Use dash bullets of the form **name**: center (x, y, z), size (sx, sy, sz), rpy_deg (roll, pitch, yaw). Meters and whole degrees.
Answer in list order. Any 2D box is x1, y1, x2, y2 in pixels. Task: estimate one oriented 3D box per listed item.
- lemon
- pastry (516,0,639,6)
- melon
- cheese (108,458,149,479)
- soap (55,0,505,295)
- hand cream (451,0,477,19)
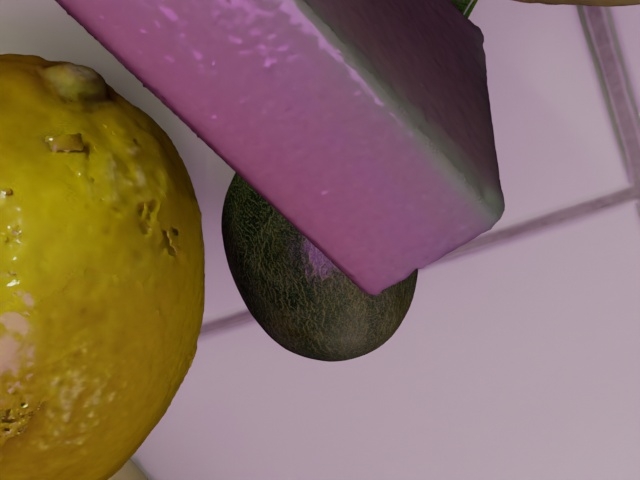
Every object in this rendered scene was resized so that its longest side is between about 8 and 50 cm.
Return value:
- **lemon**: center (-0.178, 0.033, 0.551), size (0.236, 0.236, 0.263), rpy_deg (1, 113, -1)
- **pastry**: center (0.101, -0.182, 0.346), size (0.256, 0.170, 0.237), rpy_deg (17, 148, 46)
- **melon**: center (0.000, 0.000, 0.599), size (0.114, 0.114, 0.167), rpy_deg (-7, 134, 6)
- **cheese**: center (-0.184, 0.298, 0.763), size (0.124, 0.265, 0.242), rpy_deg (-14, 131, 9)
- **soap**: center (-0.029, -0.120, 0.432), size (0.081, 0.181, 0.259), rpy_deg (-32, 121, 26)
- **hand cream**: center (0.061, -0.112, 0.558), size (0.036, 0.023, 0.122), rpy_deg (19, 129, -6)
